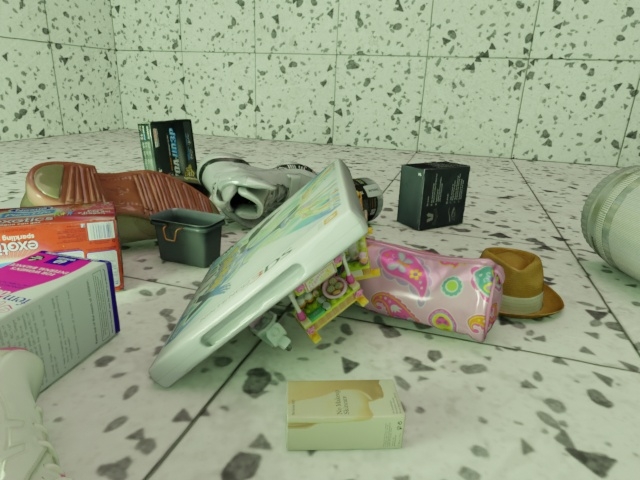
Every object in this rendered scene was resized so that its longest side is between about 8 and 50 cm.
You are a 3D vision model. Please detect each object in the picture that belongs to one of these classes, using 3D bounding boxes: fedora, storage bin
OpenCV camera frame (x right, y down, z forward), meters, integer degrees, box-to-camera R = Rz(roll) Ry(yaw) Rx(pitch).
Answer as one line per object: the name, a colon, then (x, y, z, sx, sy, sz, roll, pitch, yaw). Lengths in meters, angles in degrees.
fedora: (0.321, 0.060, 0.754, 0.194, 0.079, 0.194, 2, 20, -1)
storage bin: (-0.255, -0.002, 0.846, 0.135, 0.091, 0.098, 8, 20, 19)

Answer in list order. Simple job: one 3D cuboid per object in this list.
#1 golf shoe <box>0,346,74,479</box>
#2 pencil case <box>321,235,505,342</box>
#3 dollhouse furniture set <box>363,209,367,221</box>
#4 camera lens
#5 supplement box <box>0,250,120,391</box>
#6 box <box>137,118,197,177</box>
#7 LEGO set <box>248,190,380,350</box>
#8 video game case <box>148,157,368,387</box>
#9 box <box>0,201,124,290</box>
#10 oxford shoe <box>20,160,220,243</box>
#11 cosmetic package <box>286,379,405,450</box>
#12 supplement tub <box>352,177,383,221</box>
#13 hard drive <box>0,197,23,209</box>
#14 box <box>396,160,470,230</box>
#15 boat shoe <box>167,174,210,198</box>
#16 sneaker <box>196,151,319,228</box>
golf shoe: (-0.226, 0.190, 0.307, 0.140, 0.115, 0.306, 7, 23, -19)
pencil case: (0.126, 0.059, 0.675, 0.284, 0.124, 0.124, 14, 22, 27)
dollhouse furniture set: (0.000, 0.000, 0.853, 0.181, 0.101, 0.161, 2, 19, 0)
camera lens: (0.642, -0.014, 0.788, 0.219, 0.219, 0.274, 1, 20, -4)
supplement box: (-0.352, 0.104, 0.504, 0.111, 0.114, 0.220, 7, 22, 12)
box: (-0.454, -0.251, 1.339, 0.051, 0.220, 0.175, 6, 19, 25)
LEGO set: (0.010, 0.016, 0.603, 0.132, 0.107, 0.287, 18, 58, 30)
video game case: (-0.073, 0.015, 0.619, 0.300, 0.036, 0.329, -38, 15, 12)
box: (-0.459, 0.019, 0.706, 0.256, 0.128, 0.122, -7, 21, -24)
oxford shoe: (-0.400, -0.059, 0.926, 0.397, 0.146, 0.140, 10, 46, -44)
cosmetic package: (0.022, 0.175, 0.448, 0.115, 0.041, 0.060, 0, 20, -6)
supplement tub: (0.055, -0.090, 1.093, 0.190, 0.117, 0.117, -15, 26, -41)
hard drive: (-0.674, -0.030, 0.955, 0.210, 0.040, 0.319, 3, 20, 2)
box: (0.291, -0.120, 1.145, 0.158, 0.156, 0.093, -9, 21, -28)
boat shoe: (-0.423, -0.120, 1.137, 0.091, 0.109, 0.305, 12, 17, 38)
sneaker: (-0.123, -0.115, 1.136, 0.365, 0.137, 0.210, 7, 30, -27)
